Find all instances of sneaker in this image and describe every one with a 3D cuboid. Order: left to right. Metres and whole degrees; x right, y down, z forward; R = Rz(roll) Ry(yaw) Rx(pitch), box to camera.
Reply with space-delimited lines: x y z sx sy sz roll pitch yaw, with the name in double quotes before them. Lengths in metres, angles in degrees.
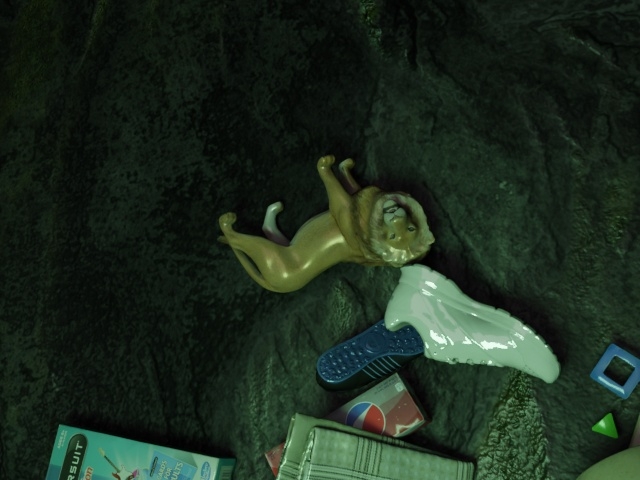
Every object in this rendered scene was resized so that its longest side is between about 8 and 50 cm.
"sneaker" 0.099 0.190 1.251 0.232 0.090 0.081 -19 65 -10
"sneaker" 0.239 0.153 1.182 0.297 0.111 0.129 28 84 18

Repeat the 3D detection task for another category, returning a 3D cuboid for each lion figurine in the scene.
"lion figurine" 0.000 0.000 1.325 0.392 0.142 0.240 -31 73 23

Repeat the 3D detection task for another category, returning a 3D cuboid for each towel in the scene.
"towel" 0.063 0.446 1.099 0.324 0.056 0.312 18 79 -12

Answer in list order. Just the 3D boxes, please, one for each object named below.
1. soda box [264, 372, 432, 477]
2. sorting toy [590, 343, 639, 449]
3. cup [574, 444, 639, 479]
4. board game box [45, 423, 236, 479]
"soda box" 0.047 0.326 1.217 0.263 0.083 0.092 -33 68 7
"sorting toy" 0.567 0.272 1.076 0.348 0.047 0.196 18 87 26
"cup" 0.453 0.406 0.952 0.331 0.331 0.237 -26 47 10
"board game box" -0.338 0.482 1.304 0.336 0.079 0.253 5 75 20
